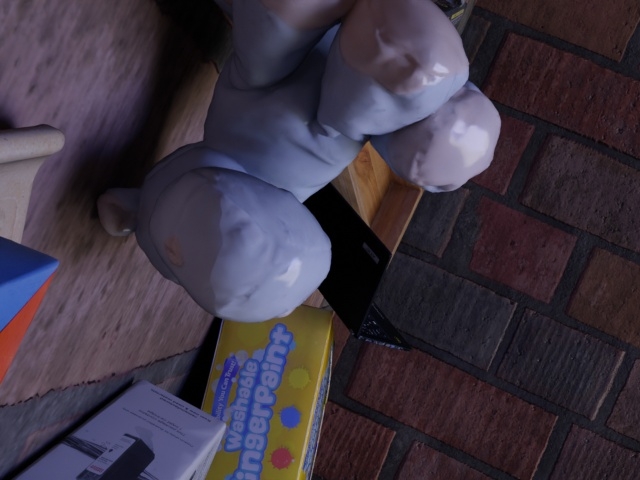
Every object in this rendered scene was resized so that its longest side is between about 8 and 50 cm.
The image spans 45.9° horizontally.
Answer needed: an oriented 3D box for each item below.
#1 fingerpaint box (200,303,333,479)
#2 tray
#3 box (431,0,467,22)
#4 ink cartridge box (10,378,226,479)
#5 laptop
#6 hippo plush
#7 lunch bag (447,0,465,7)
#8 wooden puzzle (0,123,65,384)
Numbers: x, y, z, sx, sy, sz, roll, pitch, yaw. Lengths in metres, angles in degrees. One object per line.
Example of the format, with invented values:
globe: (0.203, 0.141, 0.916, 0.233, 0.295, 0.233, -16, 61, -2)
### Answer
fingerpaint box: (-0.092, 0.334, 1.162, 0.371, 0.163, 0.444, 84, 18, -75)
tray: (0.070, -0.126, 1.136, 0.203, 0.076, 0.411, -62, 156, -25)
box: (0.183, -0.343, 1.560, 0.318, 0.097, 0.395, -67, 173, 26)
ink cartridge box: (-0.210, 0.276, 0.692, 0.197, 0.114, 0.273, -67, 172, 14)
laptop: (0.046, 0.017, 1.068, 0.136, 0.234, 0.264, -46, 147, 13)
hippo plush: (-0.055, -0.079, 0.532, 0.236, 0.234, 0.294, -48, -146, -4)
lunch bag: (0.135, -0.418, 0.727, 0.235, 0.169, 0.287, -61, 164, -11)
wooden puzzle: (-0.219, 0.130, 0.296, 0.322, 0.080, 0.348, -43, 157, -72)
